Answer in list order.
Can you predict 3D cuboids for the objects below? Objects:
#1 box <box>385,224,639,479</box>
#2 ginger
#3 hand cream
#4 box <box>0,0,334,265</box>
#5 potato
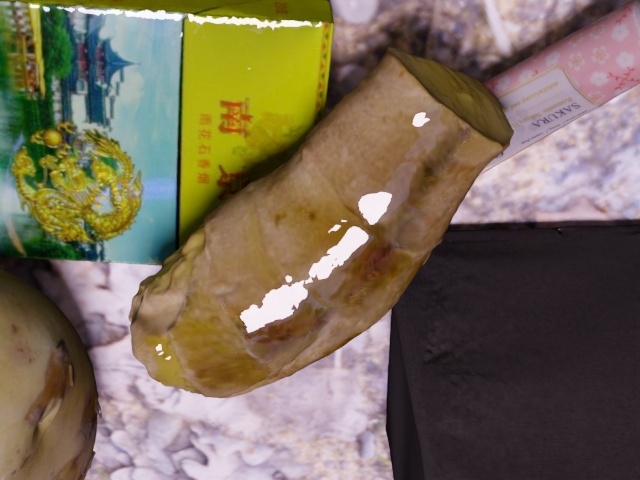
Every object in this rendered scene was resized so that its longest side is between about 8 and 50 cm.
[{"bbox_3d":[0.179,0.172,0.686,0.251,0.345,0.204,-3,130,-1],"label":"box"},{"bbox_3d":[0.000,0.000,0.653,0.263,0.109,0.116,-45,73,14],"label":"ginger"},{"bbox_3d":[0.131,-0.087,0.666,0.067,0.043,0.210,37,134,-26],"label":"hand cream"},{"bbox_3d":[-0.166,-0.072,0.683,0.335,0.047,0.187,3,124,-5],"label":"box"},{"bbox_3d":[-0.233,0.113,0.736,0.165,0.165,0.262,0,149,-2],"label":"potato"}]
